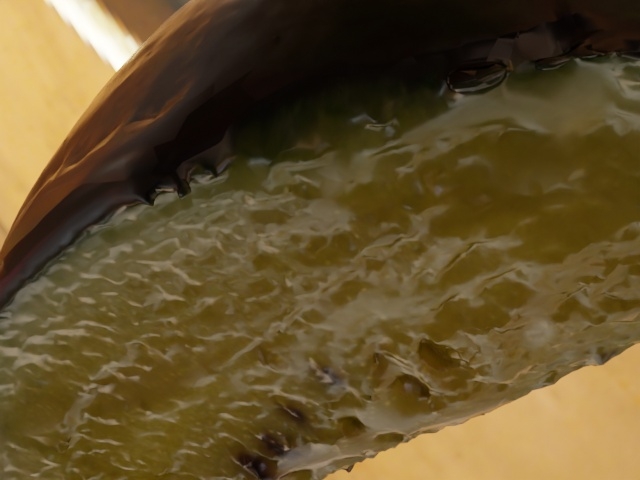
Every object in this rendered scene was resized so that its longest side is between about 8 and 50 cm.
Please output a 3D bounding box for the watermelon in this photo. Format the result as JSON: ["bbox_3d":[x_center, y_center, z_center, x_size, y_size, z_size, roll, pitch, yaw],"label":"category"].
[{"bbox_3d":[0.000,0.000,0.446,0.129,0.123,0.301,46,-51,-15],"label":"watermelon"}]
